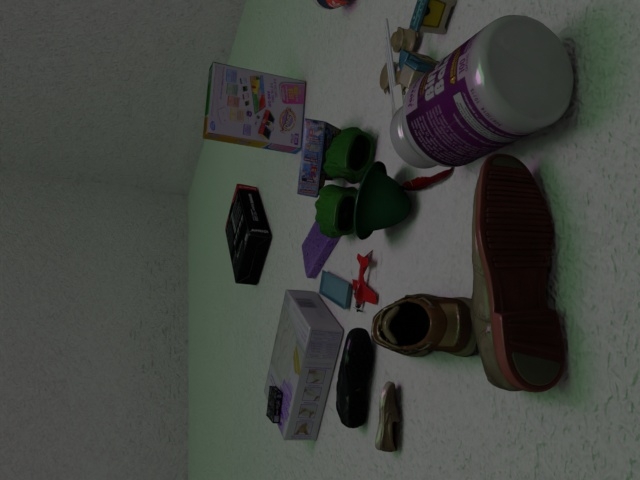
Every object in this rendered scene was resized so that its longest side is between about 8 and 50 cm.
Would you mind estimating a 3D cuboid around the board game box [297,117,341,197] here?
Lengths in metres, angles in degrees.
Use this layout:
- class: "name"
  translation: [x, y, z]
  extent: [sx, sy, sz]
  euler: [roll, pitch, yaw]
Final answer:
- class: "board game box"
  translation: [-0.007, -0.213, 1.665]
  extent: [0.194, 0.060, 0.194]
  euler: [-14, -64, -76]

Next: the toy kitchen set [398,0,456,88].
- class: "toy kitchen set"
  translation: [0.207, -0.382, 1.192]
  extent: [0.207, 0.122, 0.166]
  euler: [-119, 40, -57]

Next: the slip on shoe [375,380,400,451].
- class: "slip on shoe"
  translation: [0.140, 0.351, 1.249]
  extent: [0.041, 0.051, 0.135]
  euler: [4, 76, 30]

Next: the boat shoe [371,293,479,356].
- class: "boat shoe"
  translation: [0.163, 0.147, 1.135]
  extent: [0.324, 0.120, 0.122]
  euler: [154, 121, -66]

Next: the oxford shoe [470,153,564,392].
- class: "oxford shoe"
  translation: [0.259, 0.046, 0.921]
  extent: [0.130, 0.123, 0.348]
  euler: [136, 138, -67]

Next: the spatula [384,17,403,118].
- class: "spatula"
  translation: [0.158, -0.337, 1.344]
  extent: [0.168, 0.019, 0.242]
  euler: [59, -154, -77]

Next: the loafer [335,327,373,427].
- class: "loafer"
  translation: [0.068, 0.302, 1.399]
  extent: [0.078, 0.076, 0.223]
  euler: [9, 96, 62]

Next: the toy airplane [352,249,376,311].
- class: "toy airplane"
  translation: [0.097, 0.094, 1.459]
  extent: [0.151, 0.028, 0.151]
  euler: [-173, 90, -71]

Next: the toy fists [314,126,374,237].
- class: "toy fists"
  translation: [0.057, -0.143, 1.559]
  extent: [0.142, 0.096, 0.279]
  euler: [17, 98, 62]

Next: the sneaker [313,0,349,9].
- class: "sneaker"
  translation: [0.071, -0.814, 1.720]
  extent: [0.148, 0.131, 0.350]
  euler: [-140, 53, -58]

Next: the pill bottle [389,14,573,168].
- class: "pill bottle"
  translation: [0.234, -0.213, 0.999]
  extent: [0.301, 0.169, 0.169]
  euler: [156, 119, -66]

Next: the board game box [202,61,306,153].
- class: "board game box"
  translation: [-0.211, -0.426, 2.045]
  extent: [0.064, 0.316, 0.242]
  euler: [161, 115, -68]

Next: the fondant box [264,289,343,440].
- class: "fondant box"
  translation: [-0.054, 0.330, 1.689]
  extent: [0.238, 0.096, 0.330]
  euler: [-132, 51, -63]

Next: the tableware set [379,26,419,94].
- class: "tableware set"
  translation: [0.178, -0.411, 1.428]
  extent: [0.141, 0.020, 0.169]
  euler: [-121, 41, -60]

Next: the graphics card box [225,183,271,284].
- class: "graphics card box"
  translation: [-0.286, -0.029, 2.431]
  extent: [0.371, 0.094, 0.233]
  euler: [-112, 35, -54]

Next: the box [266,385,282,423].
- class: "box"
  translation: [-0.124, 0.438, 1.681]
  extent: [0.067, 0.018, 0.083]
  euler: [-172, 88, -69]

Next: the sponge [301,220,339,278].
- class: "sponge"
  translation: [0.000, 0.000, 1.747]
  extent: [0.210, 0.031, 0.117]
  euler: [121, 149, -46]

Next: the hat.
- class: "hat"
  translation: [0.181, -0.067, 1.299]
  extent: [0.208, 0.183, 0.173]
  euler: [14, -90, -69]

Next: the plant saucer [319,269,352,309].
- class: "plant saucer"
  translation: [0.038, 0.125, 1.623]
  extent: [0.192, 0.018, 0.067]
  euler: [-158, 76, -68]
